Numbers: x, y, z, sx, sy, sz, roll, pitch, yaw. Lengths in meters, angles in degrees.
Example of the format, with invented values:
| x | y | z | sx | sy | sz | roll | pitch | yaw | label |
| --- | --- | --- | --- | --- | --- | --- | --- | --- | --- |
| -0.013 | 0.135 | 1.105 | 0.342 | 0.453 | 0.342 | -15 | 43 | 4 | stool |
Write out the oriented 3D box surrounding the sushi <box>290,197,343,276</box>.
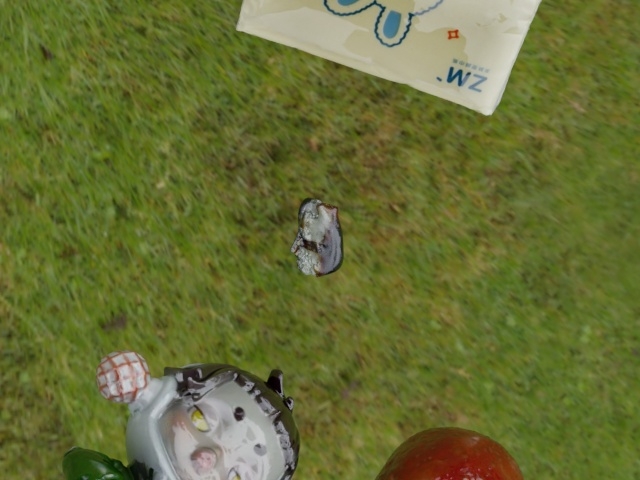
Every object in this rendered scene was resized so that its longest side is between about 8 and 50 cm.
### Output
| x | y | z | sx | sy | sz | roll | pitch | yaw | label |
| --- | --- | --- | --- | --- | --- | --- | --- | --- | --- |
| 0.000 | 0.000 | 1.198 | 0.044 | 0.046 | 0.083 | -28 | 126 | -45 | sushi |

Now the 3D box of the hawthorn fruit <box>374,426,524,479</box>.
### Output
| x | y | z | sx | sy | sz | roll | pitch | yaw | label |
| --- | --- | --- | --- | --- | --- | --- | --- | --- | --- |
| 0.157 | 0.342 | 1.437 | 0.210 | 0.266 | 0.230 | -11 | 81 | 13 | hawthorn fruit |

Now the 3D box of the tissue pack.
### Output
| x | y | z | sx | sy | sz | roll | pitch | yaw | label |
| --- | --- | --- | --- | --- | --- | --- | --- | --- | --- |
| 0.055 | -0.188 | 0.819 | 0.196 | 0.092 | 0.148 | 17 | 126 | -4 | tissue pack |

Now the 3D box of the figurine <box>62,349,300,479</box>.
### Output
| x | y | z | sx | sy | sz | roll | pitch | yaw | label |
| --- | --- | --- | --- | --- | --- | --- | --- | --- | --- |
| -0.166 | 0.250 | 1.199 | 0.370 | 0.167 | 0.281 | -31 | 89 | -32 | figurine |
